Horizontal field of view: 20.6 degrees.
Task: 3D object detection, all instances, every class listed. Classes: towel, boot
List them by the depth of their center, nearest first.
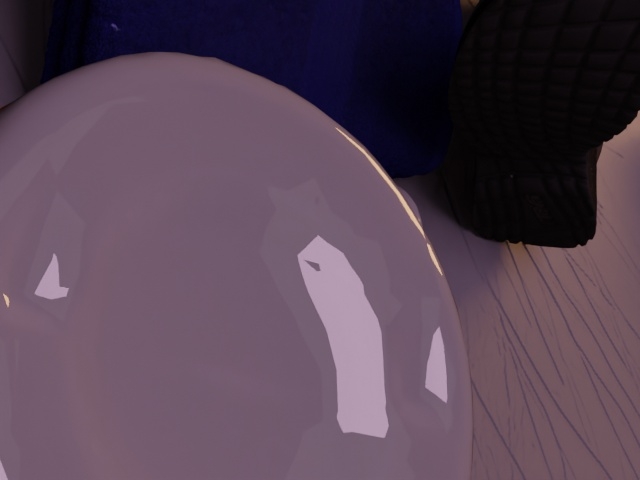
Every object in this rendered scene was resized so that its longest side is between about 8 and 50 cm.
[{"bbox_3d":[-0.029,-0.143,1.045,0.308,0.076,0.228,-6,112,-45],"label":"towel"},{"bbox_3d":[0.146,-0.157,1.128,0.118,0.338,0.223,8,67,1],"label":"boot"}]

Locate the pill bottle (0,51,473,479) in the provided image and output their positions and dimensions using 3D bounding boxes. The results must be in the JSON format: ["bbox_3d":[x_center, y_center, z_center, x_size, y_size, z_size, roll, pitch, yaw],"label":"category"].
[{"bbox_3d":[-0.148,0.088,0.697,0.224,0.392,0.224,15,67,-38],"label":"pill bottle"}]

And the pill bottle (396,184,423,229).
[{"bbox_3d":[0.000,0.000,1.075,0.120,0.067,0.067,-7,81,-42],"label":"pill bottle"}]
